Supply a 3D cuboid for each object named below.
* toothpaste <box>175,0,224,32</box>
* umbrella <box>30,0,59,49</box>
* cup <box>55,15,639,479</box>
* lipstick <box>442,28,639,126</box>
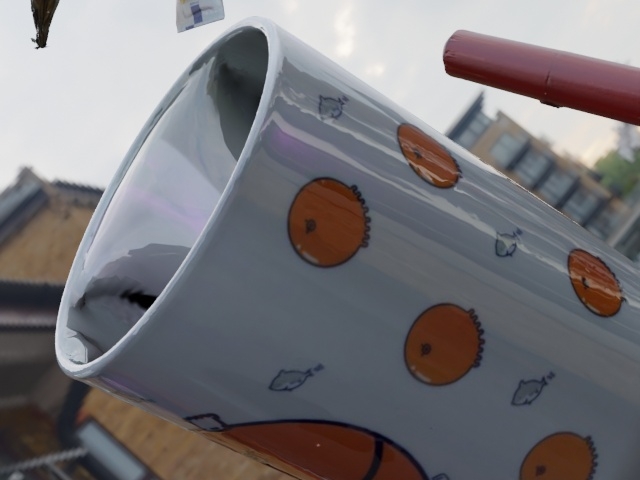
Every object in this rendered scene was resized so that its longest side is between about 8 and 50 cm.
[{"bbox_3d":[-0.161,-0.423,1.689,0.056,0.314,0.058,-2,-9,-12],"label":"toothpaste"},{"bbox_3d":[-0.212,-0.178,1.021,0.020,0.031,0.083,-58,-7,-45],"label":"umbrella"},{"bbox_3d":[0.042,0.044,0.751,0.212,0.317,0.212,-47,26,32],"label":"cup"},{"bbox_3d":[0.289,-0.204,1.653,0.073,0.279,0.073,-45,-36,-46],"label":"lipstick"}]
